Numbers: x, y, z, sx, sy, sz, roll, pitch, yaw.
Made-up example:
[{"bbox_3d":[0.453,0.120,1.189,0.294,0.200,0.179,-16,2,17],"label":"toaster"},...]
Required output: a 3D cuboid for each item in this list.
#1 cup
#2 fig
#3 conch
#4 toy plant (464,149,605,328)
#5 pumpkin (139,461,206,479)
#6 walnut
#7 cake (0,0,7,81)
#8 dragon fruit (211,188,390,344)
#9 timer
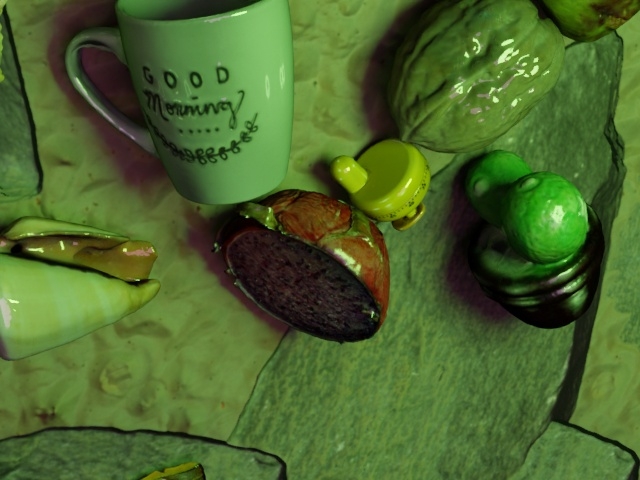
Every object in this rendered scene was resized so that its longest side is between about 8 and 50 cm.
[{"bbox_3d":[-0.154,-0.170,1.555,0.258,0.186,0.234,0,119,10],"label":"cup"},{"bbox_3d":[0.321,-0.329,1.686,0.166,0.154,0.144,43,82,-5],"label":"fig"},{"bbox_3d":[-0.314,0.058,1.598,0.255,0.127,0.158,1,77,-44],"label":"conch"},{"bbox_3d":[0.267,-0.007,1.736,0.175,0.218,0.235,-31,125,-8],"label":"toy plant"},{"bbox_3d":[-0.195,0.320,1.762,0.101,0.035,0.073,-19,124,-18],"label":"pumpkin"},{"bbox_3d":[0.177,-0.201,1.663,0.230,0.178,0.178,-45,117,2],"label":"walnut"},{"bbox_3d":[-0.446,-0.209,1.338,0.293,0.314,0.306,8,106,-21],"label":"cake"},{"bbox_3d":[0.002,0.003,1.661,0.224,0.218,0.148,33,61,-4],"label":"dragon fruit"},{"bbox_3d":[0.076,-0.078,1.691,0.107,0.107,0.109,-49,131,0],"label":"timer"}]
